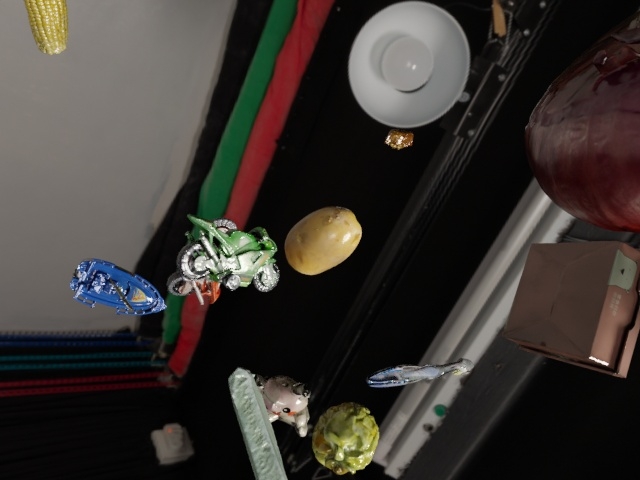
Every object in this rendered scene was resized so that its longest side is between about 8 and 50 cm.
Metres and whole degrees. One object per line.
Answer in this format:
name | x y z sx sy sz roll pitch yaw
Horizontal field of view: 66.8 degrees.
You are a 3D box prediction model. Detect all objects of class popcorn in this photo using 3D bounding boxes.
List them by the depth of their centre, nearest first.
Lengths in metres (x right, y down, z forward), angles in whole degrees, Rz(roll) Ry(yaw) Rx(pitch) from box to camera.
popcorn | 0.048 0.390 0.969 0.141 0.162 0.136 7 -108 52

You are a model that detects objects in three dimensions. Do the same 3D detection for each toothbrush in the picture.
toothbrush | 0.209 0.260 0.956 0.042 0.413 0.035 -45 -123 24

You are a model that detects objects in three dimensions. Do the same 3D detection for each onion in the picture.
onion | 0.386 -0.112 0.452 0.347 0.347 0.285 -25 -75 47

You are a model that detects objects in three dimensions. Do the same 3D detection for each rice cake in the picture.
rice cake | -0.084 0.295 0.698 0.085 0.040 0.226 93 -24 -69

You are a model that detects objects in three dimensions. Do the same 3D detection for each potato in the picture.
potato | 0.000 0.000 1.309 0.234 0.146 0.150 -38 -109 20

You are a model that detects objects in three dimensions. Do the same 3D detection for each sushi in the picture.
sushi | 0.230 -0.293 1.421 0.061 0.118 0.060 50 -50 50

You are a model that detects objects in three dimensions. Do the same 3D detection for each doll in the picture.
doll | -0.082 0.393 1.179 0.149 0.192 0.095 12 -131 21

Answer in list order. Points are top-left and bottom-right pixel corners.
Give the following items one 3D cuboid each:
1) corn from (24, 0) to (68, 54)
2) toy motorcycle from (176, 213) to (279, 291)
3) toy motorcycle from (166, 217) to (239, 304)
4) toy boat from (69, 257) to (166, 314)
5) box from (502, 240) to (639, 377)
corn | -0.539 -0.504 0.935 0.288 0.086 0.086 107 -33 -45
toy motorcycle | -0.134 0.023 0.771 0.074 0.190 0.106 11 -93 47
toy motorcycle | -0.282 0.060 1.278 0.298 0.171 0.089 -49 -134 29
toy boat | -0.363 0.100 0.887 0.091 0.175 0.110 -62 -151 3
box | 0.451 0.108 0.864 0.215 0.086 0.215 -70 -162 -7
